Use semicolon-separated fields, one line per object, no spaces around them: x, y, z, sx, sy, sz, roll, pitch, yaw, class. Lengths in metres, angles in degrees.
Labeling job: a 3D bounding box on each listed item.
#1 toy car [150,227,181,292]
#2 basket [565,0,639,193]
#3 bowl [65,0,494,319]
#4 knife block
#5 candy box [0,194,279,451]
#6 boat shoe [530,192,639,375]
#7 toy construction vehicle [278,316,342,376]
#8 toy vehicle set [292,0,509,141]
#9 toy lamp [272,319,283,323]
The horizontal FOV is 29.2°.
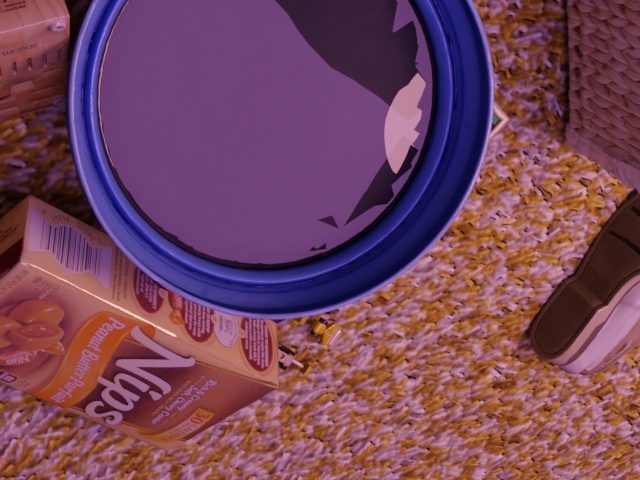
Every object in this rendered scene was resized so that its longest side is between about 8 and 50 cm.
-0.062;-0.039;1.245;0.225;0.053;0.239;21;76;-27;toy car
0.469;-0.203;1.293;0.328;0.331;0.266;-21;122;-15;basket
-0.037;-0.124;1.121;0.391;0.077;0.391;-4;105;-16;bowl
-0.293;-0.257;1.059;0.088;0.242;0.276;-17;168;-15;knife block
-0.216;0.094;1.232;0.316;0.088;0.183;31;131;-34;candy box
0.395;0.045;1.537;0.103;0.113;0.302;28;113;-36;boat shoe
-0.028;0.105;1.411;0.098;0.035;0.086;32;89;-38;toy construction vehicle
0.050;-0.146;1.227;0.166;0.035;0.267;-48;121;2;toy vehicle set
0.000;0.000;1.334;0.274;0.080;0.080;-44;126;2;toy lamp
